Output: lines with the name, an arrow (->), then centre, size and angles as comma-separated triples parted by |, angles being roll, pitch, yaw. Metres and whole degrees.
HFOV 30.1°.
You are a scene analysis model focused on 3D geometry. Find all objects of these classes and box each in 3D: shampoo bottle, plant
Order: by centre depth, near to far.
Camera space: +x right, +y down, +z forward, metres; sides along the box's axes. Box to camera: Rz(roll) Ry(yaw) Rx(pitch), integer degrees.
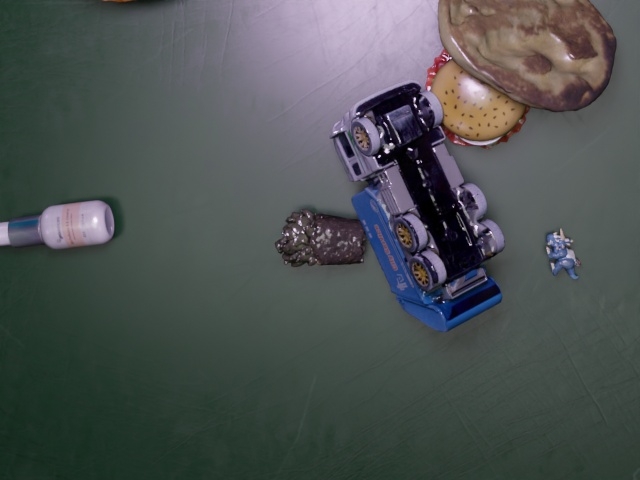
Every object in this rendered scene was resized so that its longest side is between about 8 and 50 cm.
plant -> 0.000, 0.000, 1.884 | 0.143, 0.094, 0.092 | 3, 109, 0
shampoo bottle -> -0.434, -0.021, 1.929 | 0.192, 0.074, 0.074 | -6, 97, 6

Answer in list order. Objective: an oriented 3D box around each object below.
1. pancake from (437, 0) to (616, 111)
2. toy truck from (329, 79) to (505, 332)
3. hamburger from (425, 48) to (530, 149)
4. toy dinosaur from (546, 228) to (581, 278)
pancake -> 0.304, -0.311, 1.759 | 0.294, 0.049, 0.295 | 10, 59, -17
toy truck -> 0.146, -0.047, 1.802 | 0.146, 0.175, 0.367 | -25, 93, -25
hamburger -> 0.243, -0.220, 1.807 | 0.175, 0.137, 0.175 | 1, 101, 4
toy dinosaur -> 0.383, 0.025, 1.879 | 0.047, 0.030, 0.083 | -16, 96, 9
